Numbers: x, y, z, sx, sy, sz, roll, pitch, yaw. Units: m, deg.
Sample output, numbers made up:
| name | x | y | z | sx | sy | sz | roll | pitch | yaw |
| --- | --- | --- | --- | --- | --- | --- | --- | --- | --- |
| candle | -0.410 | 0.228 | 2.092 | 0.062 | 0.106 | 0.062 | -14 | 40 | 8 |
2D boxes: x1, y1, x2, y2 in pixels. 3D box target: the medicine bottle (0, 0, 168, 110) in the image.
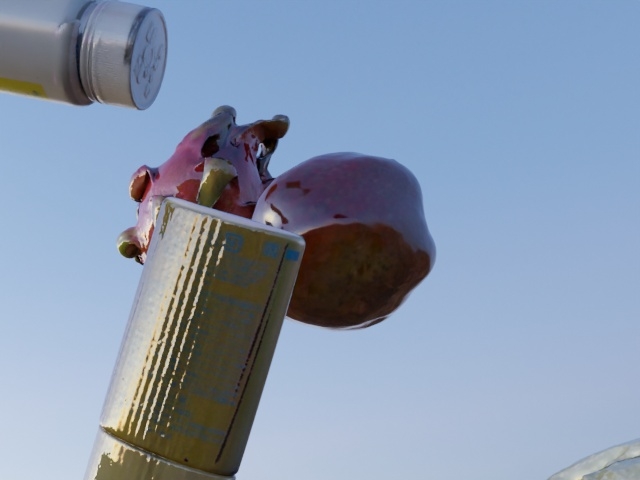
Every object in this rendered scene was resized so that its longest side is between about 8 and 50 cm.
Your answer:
| name | x | y | z | sx | sy | sz | roll | pitch | yaw |
| --- | --- | --- | --- | --- | --- | --- | --- | --- | --- |
| medicine bottle | -0.322 | -0.236 | 1.117 | 0.258 | 0.143 | 0.143 | 10 | -20 | 9 |

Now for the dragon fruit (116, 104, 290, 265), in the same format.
| name | x | y | z | sx | sy | sz | roll | pitch | yaw |
| --- | --- | --- | --- | --- | --- | --- | --- | --- | --- |
| dragon fruit | -0.174 | -0.068 | 1.495 | 0.228 | 0.307 | 0.243 | 29 | -50 | 6 |

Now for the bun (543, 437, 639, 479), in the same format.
| name | x | y | z | sx | sy | sz | roll | pitch | yaw |
| --- | --- | --- | --- | --- | --- | --- | --- | --- | --- |
| bun | 0.207 | 0.209 | 0.570 | 0.230 | 0.145 | 0.229 | -6 | -52 | -7 |

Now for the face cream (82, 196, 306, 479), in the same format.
| name | x | y | z | sx | sy | sz | roll | pitch | yaw |
| --- | --- | --- | --- | --- | --- | --- | --- | --- | --- |
| face cream | -0.114 | 0.114 | 0.815 | 0.139 | 0.285 | 0.067 | 17 | 0 | 21 |

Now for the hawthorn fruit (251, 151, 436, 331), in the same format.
| name | x | y | z | sx | sy | sz | roll | pitch | yaw |
| --- | --- | --- | --- | --- | --- | --- | --- | --- | --- |
| hawthorn fruit | 0.000 | 0.000 | 1.056 | 0.248 | 0.208 | 0.208 | -1 | -20 | -35 |
